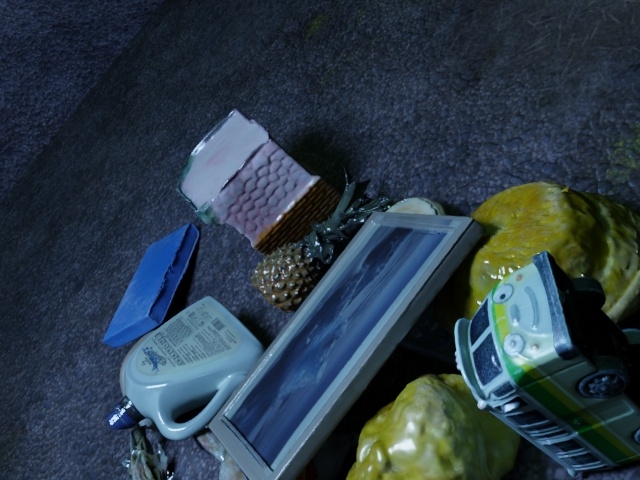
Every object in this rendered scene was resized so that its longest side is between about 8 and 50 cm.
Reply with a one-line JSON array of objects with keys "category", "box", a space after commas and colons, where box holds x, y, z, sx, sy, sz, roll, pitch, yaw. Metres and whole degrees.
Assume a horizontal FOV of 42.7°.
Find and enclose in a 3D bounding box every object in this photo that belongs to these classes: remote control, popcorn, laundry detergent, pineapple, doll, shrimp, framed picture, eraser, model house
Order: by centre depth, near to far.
[{"category": "popcorn", "box": [0.127, 0.276, 1.007, 0.191, 0.190, 0.253, -5, 50, 35]}, {"category": "framed picture", "box": [0.016, 0.137, 1.172, 0.446, 0.028, 0.326, -52, 18, -10]}, {"category": "remote control", "box": [0.188, 0.137, 1.190, 0.244, 0.047, 0.087, 16, 66, 52]}, {"category": "doll", "box": [-0.024, 0.330, 1.208, 0.227, 0.075, 0.102, -38, 50, 31]}, {"category": "shrimp", "box": [-0.229, 0.408, 1.352, 0.247, 0.085, 0.360, -45, 42, -2]}, {"category": "laundry detergent", "box": [-0.242, 0.242, 1.425, 0.280, 0.105, 0.215, -40, 50, -17]}, {"category": "pineapple", "box": [0.000, 0.000, 1.443, 0.119, 0.130, 0.277, 43, 92, 18]}, {"category": "model house", "box": [-0.117, -0.091, 1.562, 0.202, 0.237, 0.237, -50, 31, 1]}, {"category": "eraser", "box": [-0.355, 0.091, 1.750, 0.144, 0.042, 0.312, -28, 28, 28]}]

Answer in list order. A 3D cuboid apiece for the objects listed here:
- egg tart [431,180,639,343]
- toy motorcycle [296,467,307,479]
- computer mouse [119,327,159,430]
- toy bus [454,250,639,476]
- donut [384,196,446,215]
[{"category": "egg tart", "box": [0.280, 0.020, 1.094, 0.319, 0.128, 0.319, -25, 31, 16]}, {"category": "toy motorcycle", "box": [-0.130, 0.450, 1.111, 0.325, 0.148, 0.221, -47, 22, 11]}, {"category": "computer mouse", "box": [-0.318, 0.258, 1.576, 0.145, 0.082, 0.236, -44, 35, 6]}, {"category": "toy bus", "box": [0.270, 0.149, 0.901, 0.165, 0.276, 0.133, -32, 38, 28]}, {"category": "donut", "box": [0.142, 0.007, 1.340, 0.175, 0.068, 0.174, -30, 39, 28]}]
